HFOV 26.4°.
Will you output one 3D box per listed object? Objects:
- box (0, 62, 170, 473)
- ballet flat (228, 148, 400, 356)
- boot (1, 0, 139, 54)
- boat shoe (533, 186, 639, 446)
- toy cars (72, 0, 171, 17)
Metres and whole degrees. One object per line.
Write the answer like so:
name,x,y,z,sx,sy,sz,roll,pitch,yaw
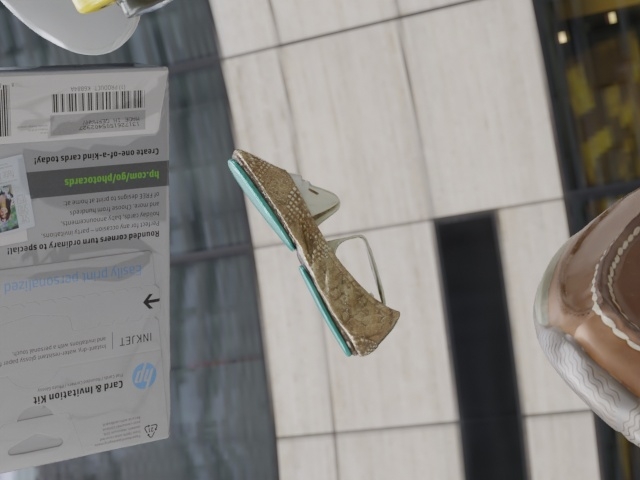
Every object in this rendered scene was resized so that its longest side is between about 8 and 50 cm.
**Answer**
box,-0.141,0.013,0.634,0.145,0.038,0.186,-8,-76,-34
ballet flat,0.000,0.000,1.157,0.206,0.067,0.073,58,175,-4
boot,-0.209,-0.243,0.950,0.258,0.095,0.123,50,-166,-6
boat shoe,0.200,-0.015,0.583,0.324,0.123,0.116,-30,-27,-49
toy cars,-0.184,-0.228,0.778,0.087,0.393,0.176,-36,-35,-56
